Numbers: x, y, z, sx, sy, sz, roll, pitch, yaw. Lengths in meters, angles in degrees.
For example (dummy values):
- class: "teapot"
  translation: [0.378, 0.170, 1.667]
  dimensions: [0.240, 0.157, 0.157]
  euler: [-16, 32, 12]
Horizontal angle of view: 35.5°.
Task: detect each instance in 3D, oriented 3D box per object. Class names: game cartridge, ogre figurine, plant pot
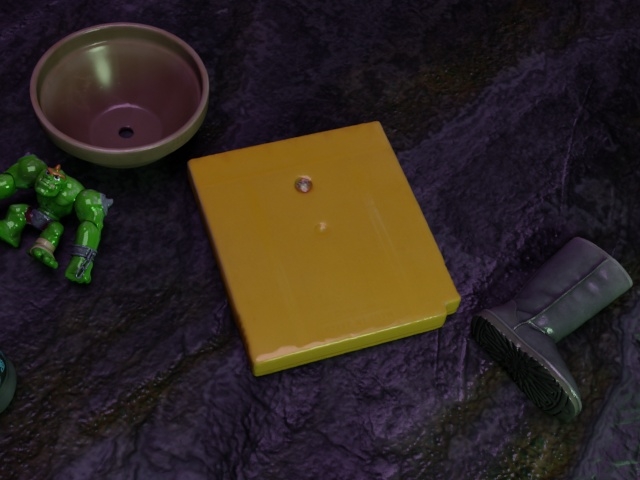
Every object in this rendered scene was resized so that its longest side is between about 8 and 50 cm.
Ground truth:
- class: "game cartridge"
  translation: [0.000, 0.000, 1.319]
  dimensions: [0.285, 0.052, 0.323]
  euler: [-13, 60, -14]
- class: "ogre figurine"
  translation: [-0.357, -0.038, 1.286]
  dimensions: [0.197, 0.097, 0.118]
  euler: [23, 74, 28]
- class: "plant pot"
  translation: [-0.272, -0.180, 1.376]
  dimensions: [0.237, 0.110, 0.237]
  euler: [3, 57, -4]

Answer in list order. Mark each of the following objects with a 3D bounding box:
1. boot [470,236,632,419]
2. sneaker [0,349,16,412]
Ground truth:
- class: "boot"
  translation: [0.319, 0.106, 1.267]
  dimensions: [0.208, 0.076, 0.189]
  euler: [-26, 64, -29]
- class: "sneaker"
  translation: [-0.525, 0.133, 1.121]
  dimensions: [0.341, 0.139, 0.125]
  euler: [-3, 59, -5]
